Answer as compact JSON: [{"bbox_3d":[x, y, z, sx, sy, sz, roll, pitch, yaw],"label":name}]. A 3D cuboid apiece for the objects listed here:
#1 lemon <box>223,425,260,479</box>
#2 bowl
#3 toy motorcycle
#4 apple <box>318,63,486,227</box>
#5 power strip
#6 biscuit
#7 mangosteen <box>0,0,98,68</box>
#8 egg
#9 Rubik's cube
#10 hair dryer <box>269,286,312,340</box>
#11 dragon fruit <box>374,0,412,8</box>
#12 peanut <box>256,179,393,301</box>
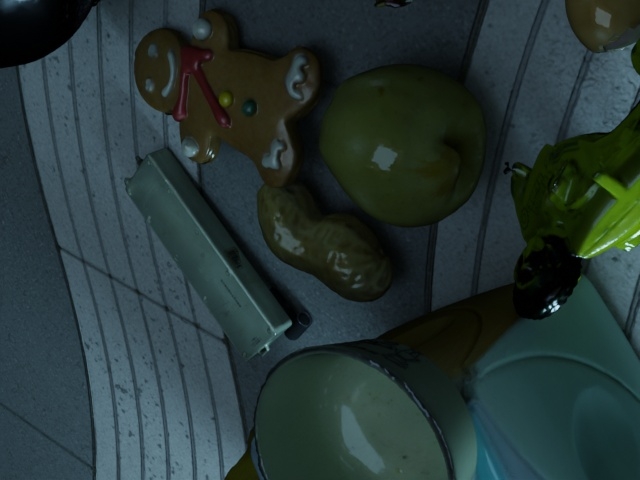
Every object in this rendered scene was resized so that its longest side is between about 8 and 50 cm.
[{"bbox_3d":[-0.028,0.420,1.446,0.245,0.245,0.319,-29,83,44],"label":"lemon"},{"bbox_3d":[0.053,0.177,0.883,0.212,0.112,0.211,12,112,33],"label":"bowl"},{"bbox_3d":[0.303,-0.077,0.976,0.142,0.206,0.342,27,119,-21],"label":"toy motorcycle"},{"bbox_3d":[0.096,-0.112,1.114,0.200,0.200,0.200,18,122,31],"label":"apple"},{"bbox_3d":[-0.177,0.015,1.476,0.367,0.043,0.106,54,135,9],"label":"power strip"},{"bbox_3d":[-0.146,-0.198,1.322,0.340,0.047,0.215,30,116,32],"label":"biscuit"},{"bbox_3d":[-0.476,-0.420,1.251,0.382,0.435,0.382,-39,42,47],"label":"mangosteen"},{"bbox_3d":[0.284,-0.234,0.970,0.080,0.080,0.096,-33,72,44],"label":"egg"},{"bbox_3d":[0.179,0.268,1.123,0.352,0.347,0.351,-22,95,41],"label":"Rubik's cube"},{"bbox_3d":[-0.051,0.105,1.451,0.083,0.026,0.047,51,133,10],"label":"hair dryer"},{"bbox_3d":[0.075,-0.369,0.964,0.303,0.237,0.231,27,140,1],"label":"dragon fruit"},{"bbox_3d":[0.000,0.000,1.307,0.229,0.103,0.098,32,170,21],"label":"peanut"}]
